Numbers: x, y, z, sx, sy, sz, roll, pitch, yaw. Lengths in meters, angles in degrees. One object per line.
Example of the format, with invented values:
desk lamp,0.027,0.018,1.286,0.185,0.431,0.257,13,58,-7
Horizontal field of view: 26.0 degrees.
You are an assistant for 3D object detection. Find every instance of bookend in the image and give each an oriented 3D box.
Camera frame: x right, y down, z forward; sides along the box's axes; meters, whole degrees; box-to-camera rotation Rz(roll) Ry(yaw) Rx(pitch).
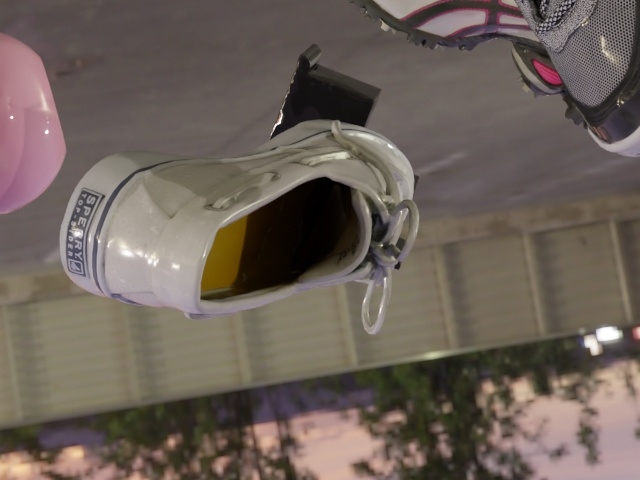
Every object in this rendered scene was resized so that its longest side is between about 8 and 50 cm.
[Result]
bookend,0.031,-0.079,1.291,0.156,0.157,0.072,21,-162,2

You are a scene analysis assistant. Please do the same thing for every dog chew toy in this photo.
dog chew toy,-0.450,-0.105,1.499,0.332,0.206,0.206,-16,177,-10

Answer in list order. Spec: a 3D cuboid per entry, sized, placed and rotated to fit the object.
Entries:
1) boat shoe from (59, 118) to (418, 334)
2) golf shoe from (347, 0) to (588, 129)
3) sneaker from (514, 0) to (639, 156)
boat shoe,0.001,-0.008,0.961,0.156,0.135,0.367,20,-167,30
golf shoe,0.122,-0.182,0.938,0.273,0.105,0.120,20,133,-21
sneaker,0.098,-0.166,0.726,0.153,0.268,0.101,3,151,-29
